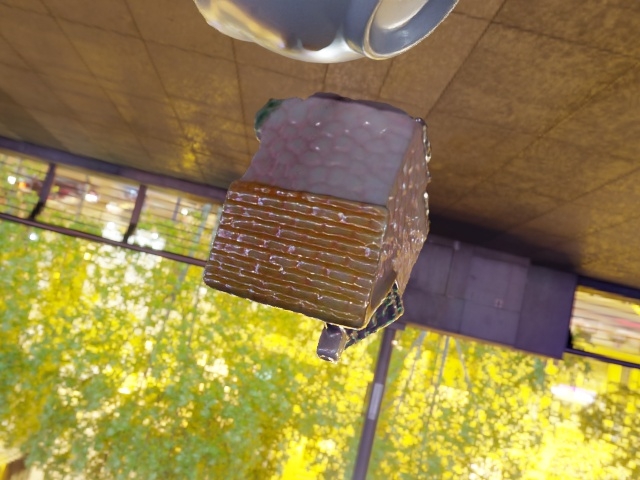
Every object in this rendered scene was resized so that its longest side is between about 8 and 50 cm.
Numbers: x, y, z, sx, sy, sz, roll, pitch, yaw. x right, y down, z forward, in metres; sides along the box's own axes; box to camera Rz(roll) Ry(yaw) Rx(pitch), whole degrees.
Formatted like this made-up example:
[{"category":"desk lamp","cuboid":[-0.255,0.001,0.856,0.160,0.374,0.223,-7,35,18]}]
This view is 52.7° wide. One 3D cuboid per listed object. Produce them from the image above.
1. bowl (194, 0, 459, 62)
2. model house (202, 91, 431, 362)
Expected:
[{"category":"bowl","cuboid":[0.051,-0.287,0.648,0.157,0.346,0.345,53,-178,16]},{"category":"model house","cuboid":[0.000,0.000,0.743,0.202,0.237,0.237,14,150,17]}]
